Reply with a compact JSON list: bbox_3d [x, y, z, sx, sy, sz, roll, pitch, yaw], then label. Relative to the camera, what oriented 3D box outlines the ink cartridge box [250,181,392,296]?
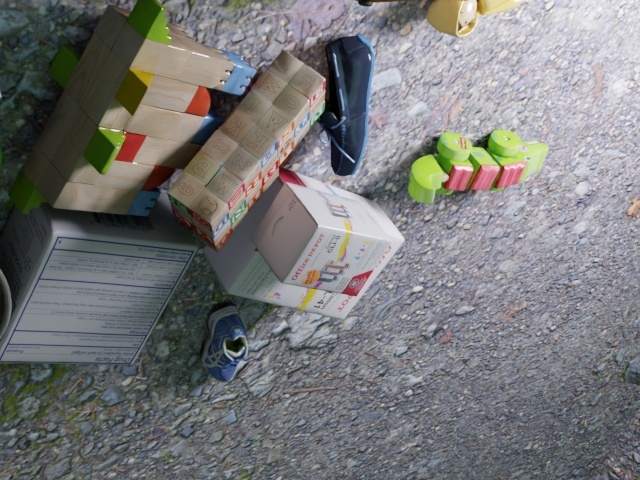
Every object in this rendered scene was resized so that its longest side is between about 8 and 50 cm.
[{"bbox_3d":[0.000,0.000,1.783,0.176,0.127,0.128,12,120,-41],"label":"ink cartridge box"}]

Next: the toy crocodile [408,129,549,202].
[{"bbox_3d":[0.314,-0.142,2.078,0.340,0.105,0.115,-7,135,-31],"label":"toy crocodile"}]

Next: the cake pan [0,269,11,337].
[{"bbox_3d":[-0.621,0.077,1.608,0.293,0.054,0.293,-4,125,-6],"label":"cake pan"}]

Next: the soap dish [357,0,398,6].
[{"bbox_3d":[0.078,-0.408,1.485,0.229,0.291,0.118,3,96,-38],"label":"soap dish"}]

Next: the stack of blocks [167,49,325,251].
[{"bbox_3d":[-0.114,-0.139,1.686,0.297,0.087,0.171,-53,173,-13],"label":"stack of blocks"}]

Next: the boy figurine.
[{"bbox_3d":[0.304,-0.447,1.764,0.285,0.092,0.177,-34,145,-5],"label":"boy figurine"}]

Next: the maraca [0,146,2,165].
[{"bbox_3d":[-0.541,-0.138,1.483,0.186,0.099,0.127,26,113,-20],"label":"maraca"}]

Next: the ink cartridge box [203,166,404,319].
[{"bbox_3d":[-0.028,0.009,1.971,0.306,0.131,0.226,17,118,-42],"label":"ink cartridge box"}]

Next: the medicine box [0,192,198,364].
[{"bbox_3d":[-0.394,0.059,1.747,0.263,0.149,0.289,7,127,-40],"label":"medicine box"}]

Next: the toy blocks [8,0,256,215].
[{"bbox_3d":[-0.264,-0.181,1.591,0.261,0.191,0.381,5,123,-54],"label":"toy blocks"}]

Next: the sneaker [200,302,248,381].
[{"bbox_3d":[-0.191,0.223,2.119,0.080,0.081,0.211,-18,141,-22],"label":"sneaker"}]

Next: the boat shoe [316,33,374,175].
[{"bbox_3d":[0.028,-0.231,1.804,0.089,0.109,0.258,-8,119,-20],"label":"boat shoe"}]
